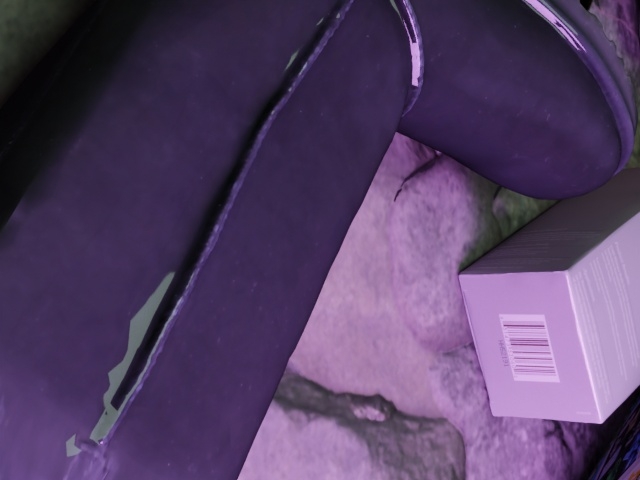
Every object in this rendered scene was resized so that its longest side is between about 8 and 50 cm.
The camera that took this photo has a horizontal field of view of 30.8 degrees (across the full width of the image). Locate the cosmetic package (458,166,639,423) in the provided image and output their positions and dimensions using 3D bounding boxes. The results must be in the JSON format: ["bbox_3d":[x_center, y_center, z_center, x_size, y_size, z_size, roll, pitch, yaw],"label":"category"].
[{"bbox_3d":[0.224,0.034,0.920,0.238,0.107,0.127,-29,109,-46],"label":"cosmetic package"}]

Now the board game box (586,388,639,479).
[{"bbox_3d":[0.305,0.133,0.943,0.053,0.193,0.305,38,53,7],"label":"board game box"}]

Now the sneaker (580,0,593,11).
[{"bbox_3d":[0.146,-0.231,0.836,0.083,0.118,0.222,18,75,-44],"label":"sneaker"}]

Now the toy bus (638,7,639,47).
[{"bbox_3d":[0.369,-0.276,1.025,0.220,0.149,0.211,63,40,-53],"label":"toy bus"}]

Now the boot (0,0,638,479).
[{"bbox_3d":[-0.002,-0.001,0.646,0.367,0.146,0.445,41,56,-26],"label":"boot"}]
